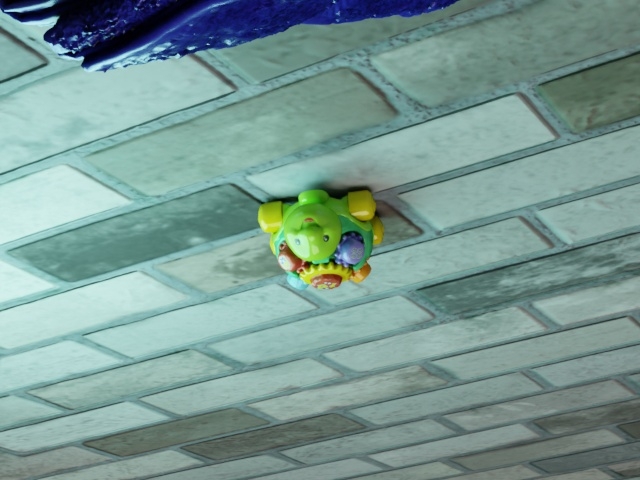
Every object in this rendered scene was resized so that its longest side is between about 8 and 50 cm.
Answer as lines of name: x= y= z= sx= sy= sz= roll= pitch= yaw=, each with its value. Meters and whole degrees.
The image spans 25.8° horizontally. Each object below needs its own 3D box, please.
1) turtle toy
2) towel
turtle toy: x=0.000 y=0.000 z=1.099 sx=0.095 sy=0.066 sz=0.130 roll=-8 pitch=156 yaw=7
towel: x=0.045 y=-0.140 z=0.584 sx=0.228 sy=0.076 sz=0.308 roll=-14 pitch=-173 yaw=39
